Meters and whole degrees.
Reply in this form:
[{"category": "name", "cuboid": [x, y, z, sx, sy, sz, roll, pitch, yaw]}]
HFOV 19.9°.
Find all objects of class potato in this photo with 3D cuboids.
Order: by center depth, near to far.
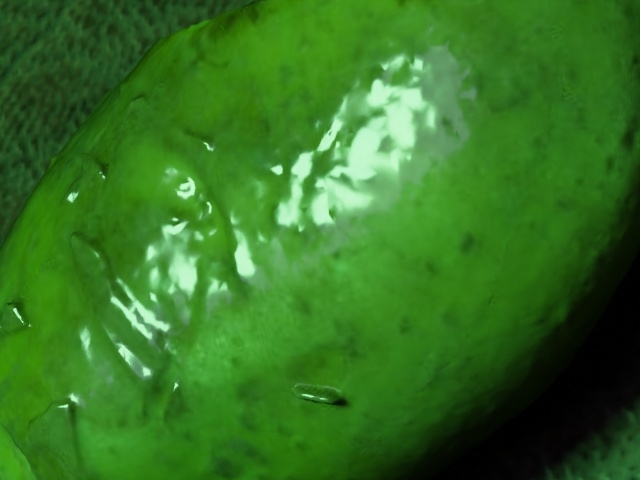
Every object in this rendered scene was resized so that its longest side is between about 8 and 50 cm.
[{"category": "potato", "cuboid": [0.000, 0.000, 0.610, 0.298, 0.141, 0.176, -36, 75, 20]}]
